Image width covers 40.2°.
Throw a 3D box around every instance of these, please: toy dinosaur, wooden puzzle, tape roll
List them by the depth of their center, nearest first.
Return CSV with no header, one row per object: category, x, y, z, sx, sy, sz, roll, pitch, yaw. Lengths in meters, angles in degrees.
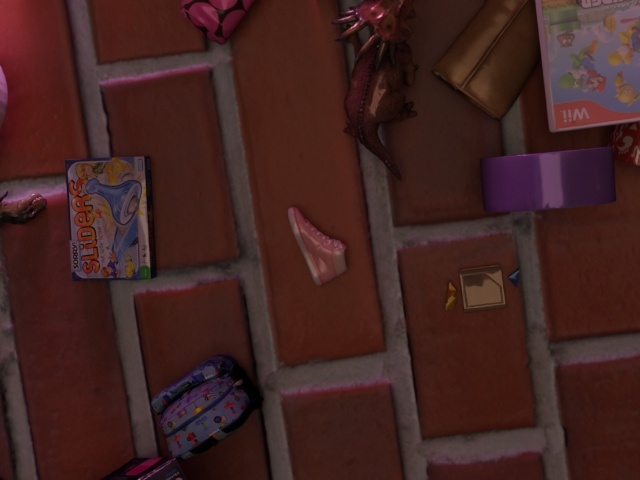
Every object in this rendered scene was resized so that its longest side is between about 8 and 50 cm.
tape roll,0.329,-0.089,1.270,0.189,0.189,0.080,-4,95,7
toy dinosaur,0.080,-0.237,1.281,0.127,0.200,0.296,4,96,7
wooden puzzle,0.255,0.076,1.383,0.116,0.014,0.079,-1,99,7
toy dinosaur,-0.596,-0.057,1.451,0.268,0.064,0.118,-15,100,11

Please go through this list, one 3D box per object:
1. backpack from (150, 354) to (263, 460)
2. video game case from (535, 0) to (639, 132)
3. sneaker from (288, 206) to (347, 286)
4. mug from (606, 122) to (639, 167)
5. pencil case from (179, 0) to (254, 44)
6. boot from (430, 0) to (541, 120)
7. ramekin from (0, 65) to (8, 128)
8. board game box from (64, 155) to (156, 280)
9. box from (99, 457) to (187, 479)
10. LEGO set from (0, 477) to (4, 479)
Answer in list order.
backpack,-0.188,0.266,1.371,0.158,0.173,0.117,-33,90,9
video game case,0.410,-0.306,1.225,0.204,0.025,0.285,-6,97,19
sneaker,0.000,0.000,1.388,0.070,0.051,0.134,-23,95,7
mug,0.508,-0.183,1.282,0.150,0.113,0.169,20,100,7
pencil case,-0.134,-0.412,1.349,0.098,0.095,0.209,30,97,-32
boot,0.255,-0.355,1.308,0.236,0.089,0.269,36,99,3
ramekin,-0.632,-0.228,1.369,0.277,0.135,0.277,-3,78,13
board game box,-0.343,-0.036,1.433,0.136,0.035,0.201,-2,95,7
box,-0.291,0.436,1.339,0.163,0.247,0.142,-29,90,-29
LEGO set,-0.661,0.451,1.433,0.255,0.192,0.331,-44,89,8
